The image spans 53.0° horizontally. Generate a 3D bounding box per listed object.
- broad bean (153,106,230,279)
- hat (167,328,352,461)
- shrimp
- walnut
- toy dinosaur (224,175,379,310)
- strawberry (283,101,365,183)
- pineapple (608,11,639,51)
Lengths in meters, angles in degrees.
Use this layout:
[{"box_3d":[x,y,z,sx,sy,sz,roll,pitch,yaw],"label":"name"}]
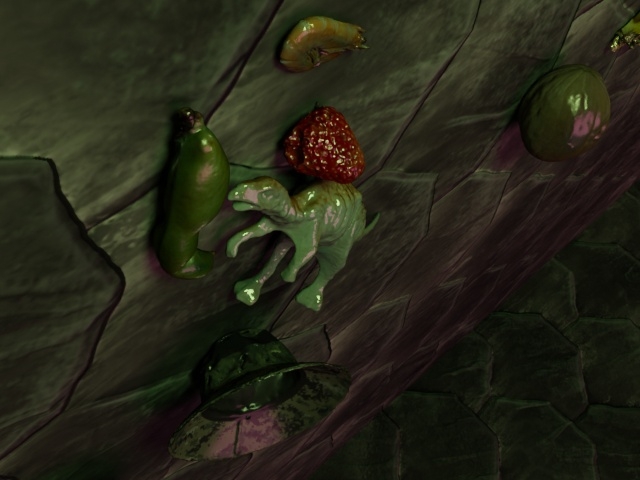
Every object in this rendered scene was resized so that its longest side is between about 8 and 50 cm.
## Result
[{"box_3d":[-0.114,-0.031,0.572,0.070,0.048,0.213,-30,155,-31],"label":"broad bean"},{"box_3d":[-0.101,0.198,0.898,0.266,0.128,0.265,-22,146,-16],"label":"hat"},{"box_3d":[0.002,-0.170,0.566,0.108,0.023,0.059,-12,151,-53],"label":"shrimp"},{"box_3d":[0.392,-0.203,1.037,0.140,0.140,0.162,-23,159,-42],"label":"walnut"},{"box_3d":[0.000,0.000,0.787,0.393,0.092,0.205,-8,134,-52],"label":"toy dinosaur"},{"box_3d":[0.008,-0.092,0.636,0.073,0.083,0.073,-45,159,-23],"label":"strawberry"},{"box_3d":[0.569,-0.376,1.148,0.114,0.114,0.077,-25,118,-5],"label":"pineapple"}]
